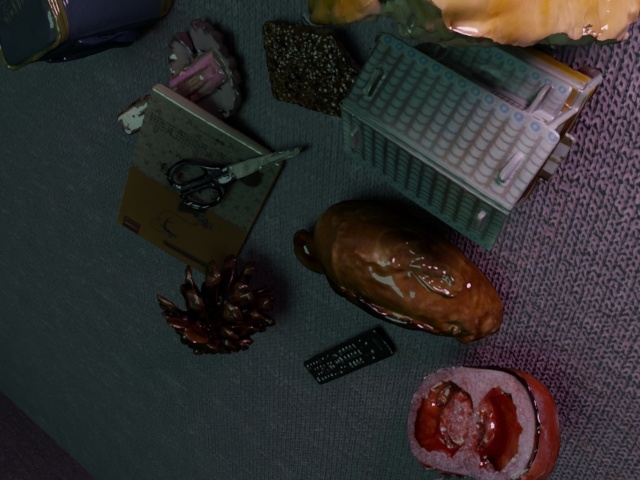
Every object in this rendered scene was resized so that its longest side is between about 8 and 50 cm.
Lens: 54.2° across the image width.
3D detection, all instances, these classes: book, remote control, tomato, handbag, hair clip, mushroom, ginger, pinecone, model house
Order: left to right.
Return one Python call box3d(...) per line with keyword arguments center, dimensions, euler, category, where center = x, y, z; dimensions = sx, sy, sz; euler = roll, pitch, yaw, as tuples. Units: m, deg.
box3d(center=(-0.432, -0.432, 1.081), dimensions=(0.263, 0.241, 0.222), euler=(-2, 114, 42), category="handbag")
box3d(center=(-0.255, -0.275, 1.140), dimensions=(0.300, 0.069, 0.173), euler=(-18, 106, 35), category="hair clip")
box3d(center=(-0.250, -0.091, 1.223), dimensions=(0.269, 0.032, 0.389), euler=(31, 135, -1), category="book")
box3d(center=(-0.194, 0.126, 1.231), dimensions=(0.201, 0.229, 0.202), euler=(-37, 78, 5), category="pinecone")
box3d(center=(-0.010, 0.002, 1.087), dimensions=(0.088, 0.073, 0.129), euler=(-121, 34, -45), category="mushroom")
box3d(center=(0.050, 0.224, 1.199), dimensions=(0.063, 0.025, 0.245), euler=(55, 137, 0), category="remote control")
box3d(center=(0.116, 0.045, 0.929), dimensions=(0.321, 0.172, 0.165), euler=(34, 95, 24), category="ginger")
box3d(center=(0.170, -0.135, 0.731), dimensions=(0.224, 0.215, 0.198), euler=(38, 133, 19), category="model house")
box3d(center=(0.260, 0.277, 0.937), dimensions=(0.214, 0.155, 0.180), euler=(2, 80, 47), category="tomato")

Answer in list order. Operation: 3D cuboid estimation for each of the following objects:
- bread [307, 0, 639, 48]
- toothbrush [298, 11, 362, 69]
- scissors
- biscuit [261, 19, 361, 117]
box3d(center=(0.138, -0.365, 0.550), dimensions=(0.250, 0.361, 0.394), euler=(16, 115, 56), category="bread")
box3d(center=(0.068, -0.228, 0.911), dimensions=(0.288, 0.021, 0.024), euler=(48, 148, 10), category="toothbrush")
box3d(center=(-0.149, -0.122, 1.113), dimensions=(0.300, 0.022, 0.109), euler=(-12, 127, 32), category="scissors")
box3d(center=(0.001, -0.250, 0.930), dimensions=(0.237, 0.026, 0.131), euler=(24, 137, 39), category="biscuit")
